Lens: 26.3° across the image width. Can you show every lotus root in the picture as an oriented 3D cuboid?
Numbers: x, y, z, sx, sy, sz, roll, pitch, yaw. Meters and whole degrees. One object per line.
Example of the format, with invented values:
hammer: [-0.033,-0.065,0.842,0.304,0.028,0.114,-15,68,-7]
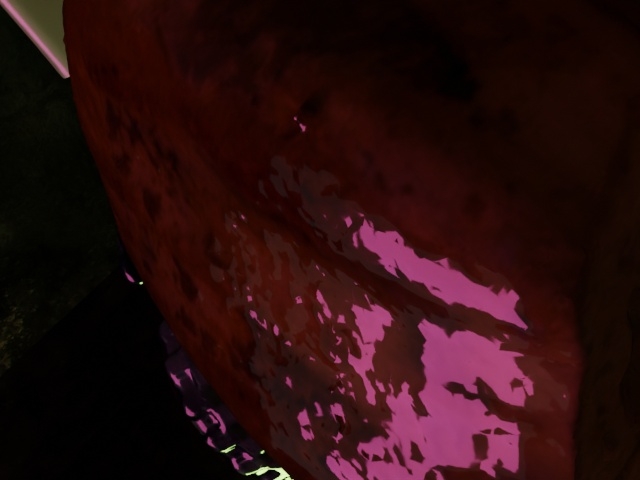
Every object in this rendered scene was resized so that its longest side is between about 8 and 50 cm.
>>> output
lotus root: [0.026,-0.033,0.444,0.291,0.193,0.193,41,175,42]

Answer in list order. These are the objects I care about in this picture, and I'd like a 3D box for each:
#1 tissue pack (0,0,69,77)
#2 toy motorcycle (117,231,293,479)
tissue pack: [-0.232,-0.266,1.224,0.136,0.159,0.246,49,178,-27]
toy motorcycle: [0.000,0.000,0.868,0.232,0.172,0.416,44,-154,-31]
